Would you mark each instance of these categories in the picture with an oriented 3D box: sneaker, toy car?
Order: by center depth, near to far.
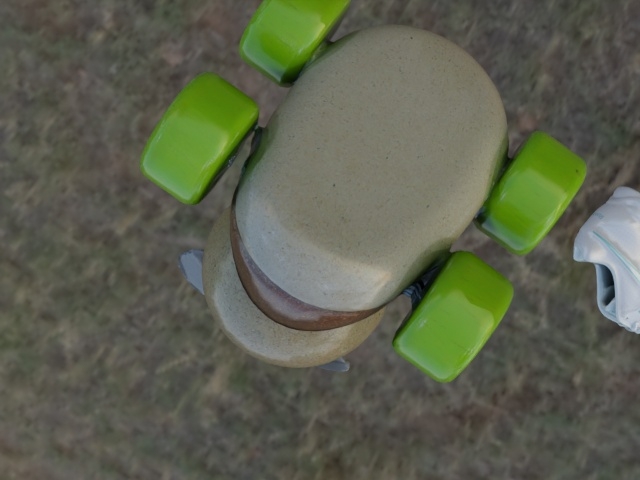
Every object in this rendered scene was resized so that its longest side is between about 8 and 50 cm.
[{"bbox_3d":[0.000,0.000,0.640,0.155,0.149,0.188,36,147,1],"label":"toy car"},{"bbox_3d":[0.212,0.041,0.892,0.152,0.061,0.053,55,166,-13],"label":"sneaker"}]
